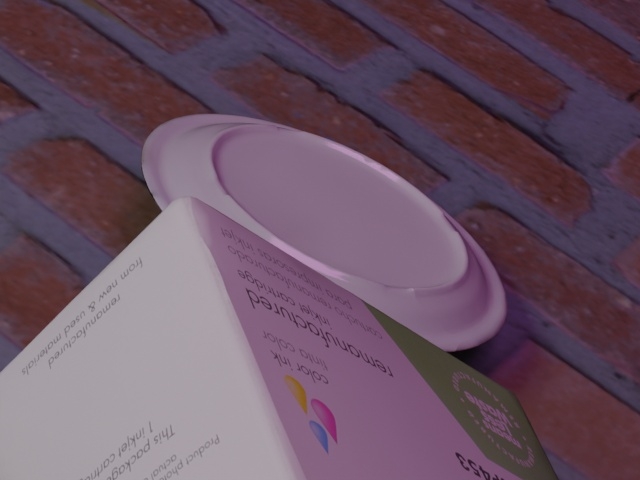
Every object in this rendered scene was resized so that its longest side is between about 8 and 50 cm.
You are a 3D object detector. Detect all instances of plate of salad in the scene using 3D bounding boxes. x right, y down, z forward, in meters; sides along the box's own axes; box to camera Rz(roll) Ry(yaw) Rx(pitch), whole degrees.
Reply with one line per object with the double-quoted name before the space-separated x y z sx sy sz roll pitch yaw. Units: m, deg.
"plate of salad" 0.000 0.000 0.906 0.200 0.048 0.200 23 25 -11

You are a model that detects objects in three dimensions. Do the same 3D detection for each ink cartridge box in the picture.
"ink cartridge box" 0.031 0.173 0.569 0.207 0.119 0.353 32 24 -42
